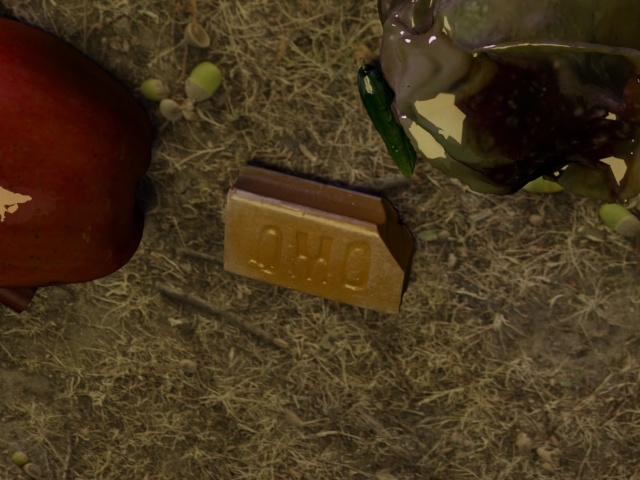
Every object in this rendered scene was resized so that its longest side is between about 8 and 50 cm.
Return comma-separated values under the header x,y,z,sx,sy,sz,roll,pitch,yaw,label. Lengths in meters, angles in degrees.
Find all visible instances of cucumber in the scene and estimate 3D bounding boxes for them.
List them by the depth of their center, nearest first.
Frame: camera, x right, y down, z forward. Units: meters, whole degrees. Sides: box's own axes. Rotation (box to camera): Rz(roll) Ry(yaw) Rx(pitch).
x,y,z,sx,sy,sz,roll,pitch,yaw,label
0.074,-0.145,1.718,0.039,0.039,0.168,-10,124,27,cucumber

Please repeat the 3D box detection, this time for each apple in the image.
x,y,z,sx,sy,sz,roll,pitch,yaw,label
-0.389,-0.094,1.854,0.365,0.295,0.329,13,160,5,apple

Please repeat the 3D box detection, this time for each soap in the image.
x,y,z,sx,sy,sz,roll,pitch,yaw,label
0.000,0.000,1.837,0.232,0.073,0.140,15,134,9,soap

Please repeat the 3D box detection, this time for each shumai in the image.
x,y,z,sx,sy,sz,roll,pitch,yaw,label
0.187,-0.199,1.436,0.395,0.348,0.395,14,132,16,shumai

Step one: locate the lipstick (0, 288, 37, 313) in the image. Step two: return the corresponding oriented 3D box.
x,y,z,sx,sy,sz,roll,pitch,yaw,label
-0.545,-0.011,2.011,0.356,0.057,0.057,33,131,-19,lipstick
